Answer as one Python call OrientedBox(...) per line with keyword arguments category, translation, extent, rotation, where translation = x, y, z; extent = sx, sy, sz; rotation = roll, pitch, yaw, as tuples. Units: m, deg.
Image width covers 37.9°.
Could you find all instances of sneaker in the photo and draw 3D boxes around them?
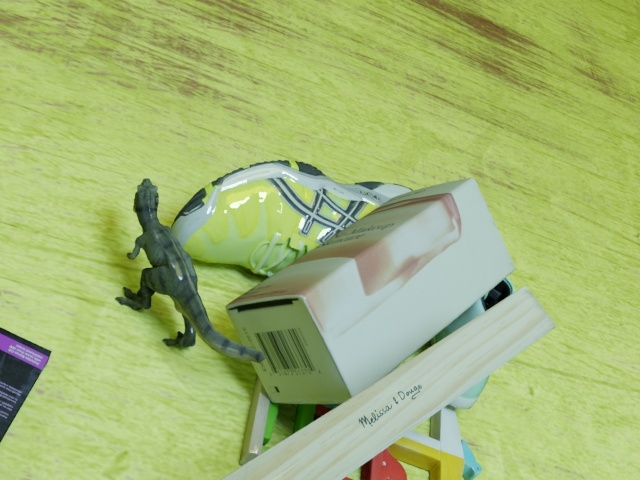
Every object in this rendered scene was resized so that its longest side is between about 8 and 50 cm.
OrientedBox(category="sneaker", translation=(0.204, 0.086, 1.208), extent=(0.094, 0.151, 0.256), rotation=(24, 28, -12))
OrientedBox(category="sneaker", translation=(0.000, 0.000, 1.179), extent=(0.384, 0.145, 0.147), rotation=(0, 51, -31))

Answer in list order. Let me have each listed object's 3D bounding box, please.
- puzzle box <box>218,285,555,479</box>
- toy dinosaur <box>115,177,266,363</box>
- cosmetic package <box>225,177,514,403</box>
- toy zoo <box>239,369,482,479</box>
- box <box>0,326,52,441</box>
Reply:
OrientedBox(category="puzzle box", translation=(0.010, 0.193, 0.856), extent=(0.409, 0.272, 0.052), rotation=(-25, 74, -39))
OrientedBox(category="toy dinosaur", translation=(-0.162, 0.057, 1.029), extent=(0.064, 0.118, 0.268), rotation=(-15, 60, -42))
OrientedBox(category="cosmetic package", translation=(0.062, 0.053, 1.049), extent=(0.296, 0.153, 0.129), rotation=(-32, 102, -39))
OrientedBox(category="toy zoo", translation=(0.059, 0.222, 1.083), extent=(0.293, 0.030, 0.192), rotation=(23, 41, -12))
OrientedBox(category="box", translation=(-0.344, 0.144, 0.887), extent=(0.116, 0.029, 0.162), rotation=(27, 41, -9))
